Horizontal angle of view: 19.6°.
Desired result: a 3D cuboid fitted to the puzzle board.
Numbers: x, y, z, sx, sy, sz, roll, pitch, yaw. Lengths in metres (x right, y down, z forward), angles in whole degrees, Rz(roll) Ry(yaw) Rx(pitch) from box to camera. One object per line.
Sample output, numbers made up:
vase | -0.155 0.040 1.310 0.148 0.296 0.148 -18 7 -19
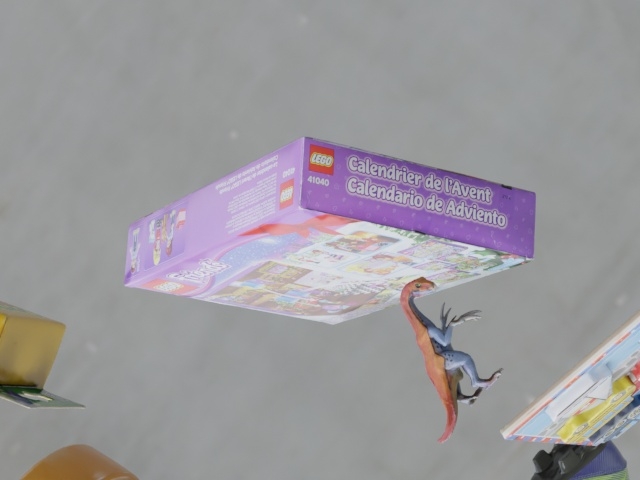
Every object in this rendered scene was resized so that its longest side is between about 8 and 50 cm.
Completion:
puzzle board | 0.134 0.037 0.694 0.011 0.128 0.096 54 -161 23

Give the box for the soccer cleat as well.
soccer cleat | 0.226 0.318 1.940 0.121 0.289 0.093 55 154 -15

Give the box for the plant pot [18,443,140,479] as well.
plant pot | -0.181 0.310 1.608 0.188 0.205 0.205 28 166 21

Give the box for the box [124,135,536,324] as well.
box | 0.000 0.000 1.429 0.201 0.057 0.293 12 163 -29

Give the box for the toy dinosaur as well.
toy dinosaur | 0.076 0.066 1.174 0.082 0.090 0.047 40 142 1

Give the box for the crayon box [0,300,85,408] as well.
crayon box | -0.406 0.085 1.950 0.323 0.083 0.203 20 178 10
